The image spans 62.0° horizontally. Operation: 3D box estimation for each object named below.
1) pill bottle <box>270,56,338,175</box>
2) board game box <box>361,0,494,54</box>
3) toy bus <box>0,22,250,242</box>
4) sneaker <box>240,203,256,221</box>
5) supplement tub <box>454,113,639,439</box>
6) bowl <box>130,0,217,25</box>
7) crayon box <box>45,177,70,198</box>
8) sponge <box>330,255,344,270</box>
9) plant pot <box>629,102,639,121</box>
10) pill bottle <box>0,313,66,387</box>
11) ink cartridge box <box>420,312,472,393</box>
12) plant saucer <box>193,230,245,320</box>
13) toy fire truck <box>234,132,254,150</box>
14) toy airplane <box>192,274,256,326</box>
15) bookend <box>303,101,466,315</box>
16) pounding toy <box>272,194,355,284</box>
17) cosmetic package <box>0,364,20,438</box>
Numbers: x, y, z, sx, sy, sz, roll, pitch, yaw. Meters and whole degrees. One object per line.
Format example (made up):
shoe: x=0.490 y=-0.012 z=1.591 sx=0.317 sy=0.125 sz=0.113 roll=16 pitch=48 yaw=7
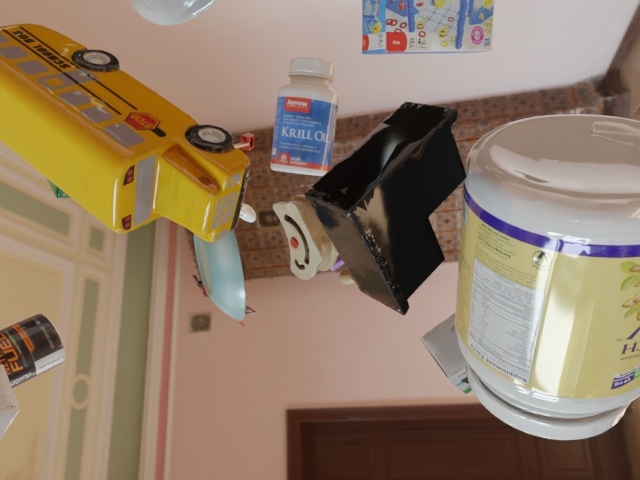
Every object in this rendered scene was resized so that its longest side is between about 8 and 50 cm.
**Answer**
pill bottle: x=-0.030 y=-0.244 z=1.068 sx=0.124 sy=0.124 sz=0.221 roll=-31 pitch=-52 yaw=-78
board game box: x=0.235 y=-0.557 z=1.132 sx=0.086 sy=0.308 sz=0.301 roll=26 pitch=123 yaw=56
toy bus: x=-0.239 y=-0.116 z=0.587 sx=0.130 sy=0.333 sz=0.108 roll=-37 pitch=-23 yaw=-47
sneaker: x=-0.267 y=-0.103 z=1.717 sx=0.152 sy=0.054 sz=0.061 roll=44 pitch=-161 yaw=-31
supplement tub: x=0.284 y=0.046 z=0.626 sx=0.241 sy=0.241 sz=0.331 roll=-79 pitch=-15 yaw=-55
bowl: x=-0.218 y=-0.458 z=0.707 sx=0.134 sy=0.298 sz=0.297 roll=11 pitch=-108 yaw=-55
crayon box: x=-0.571 y=-0.188 z=1.412 sx=0.279 sy=0.165 sz=0.081 roll=-5 pitch=-54 yaw=-40
sponge: x=0.024 y=-0.017 z=1.541 sx=0.210 sy=0.117 sz=0.031 roll=51 pitch=171 yaw=31
plant pot: x=0.585 y=-0.202 z=0.840 sx=0.109 sy=0.109 sz=0.096 roll=-57 pitch=22 yaw=3
pill bottle: x=-0.705 y=0.268 z=1.165 sx=0.246 sy=0.131 sz=0.130 roll=-28 pitch=-63 yaw=-43
ink cartridge box: x=0.279 y=0.185 z=0.944 sx=0.086 sy=0.153 sz=0.208 roll=57 pitch=-173 yaw=31
plant saucer: x=-0.156 y=0.028 z=0.784 sx=0.195 sy=0.038 sz=0.194 roll=167 pitch=90 yaw=-69
toy fire truck: x=-0.316 y=-0.309 z=1.700 sx=0.192 sy=0.135 sz=0.047 roll=-41 pitch=-35 yaw=-52
toy airplane: x=-0.174 y=0.104 z=0.945 sx=0.028 sy=0.151 sz=0.151 roll=-43 pitch=-42 yaw=-29
bookend: x=0.088 y=-0.035 z=0.563 sx=0.157 sy=0.072 sz=0.156 roll=-44 pitch=-51 yaw=-16
pounding toy: x=0.000 y=0.000 z=1.377 sx=0.155 sy=0.154 sz=0.269 roll=-24 pitch=-94 yaw=-35
cosmetic package: x=-0.599 y=0.327 z=0.904 sx=0.099 sy=0.239 sz=0.060 roll=49 pitch=-159 yaw=26
